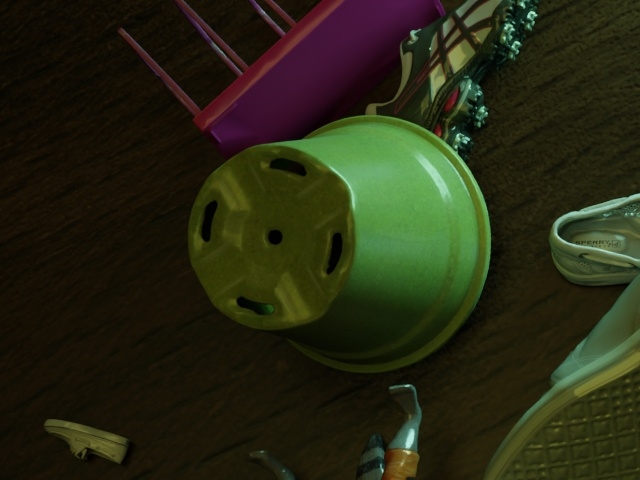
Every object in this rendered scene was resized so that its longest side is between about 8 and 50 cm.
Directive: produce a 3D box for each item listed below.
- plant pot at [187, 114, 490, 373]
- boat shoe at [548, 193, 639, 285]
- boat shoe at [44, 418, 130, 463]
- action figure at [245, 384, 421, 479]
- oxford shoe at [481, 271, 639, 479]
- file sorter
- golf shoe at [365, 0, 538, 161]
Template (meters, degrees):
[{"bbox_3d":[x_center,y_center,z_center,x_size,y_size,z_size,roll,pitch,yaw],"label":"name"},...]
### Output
[{"bbox_3d":[0.000,0.000,1.941,0.276,0.254,0.276,-1,88,24],"label":"plant pot"},{"bbox_3d":[0.370,-0.008,1.968,0.277,0.096,0.098,-10,71,11],"label":"boat shoe"},{"bbox_3d":[-0.257,0.221,2.096,0.100,0.035,0.035,14,75,11],"label":"boat shoe"},{"bbox_3d":[0.100,0.315,1.887,0.341,0.178,0.330,-22,68,13],"label":"action figure"},{"bbox_3d":[0.324,0.122,1.909,0.449,0.169,0.130,-51,25,14],"label":"oxford shoe"},{"bbox_3d":[-0.045,-0.238,2.092,0.291,0.202,0.182,-43,67,-1],"label":"file sorter"},{"bbox_3d":[0.150,-0.215,2.083,0.120,0.105,0.272,26,81,19],"label":"golf shoe"}]
